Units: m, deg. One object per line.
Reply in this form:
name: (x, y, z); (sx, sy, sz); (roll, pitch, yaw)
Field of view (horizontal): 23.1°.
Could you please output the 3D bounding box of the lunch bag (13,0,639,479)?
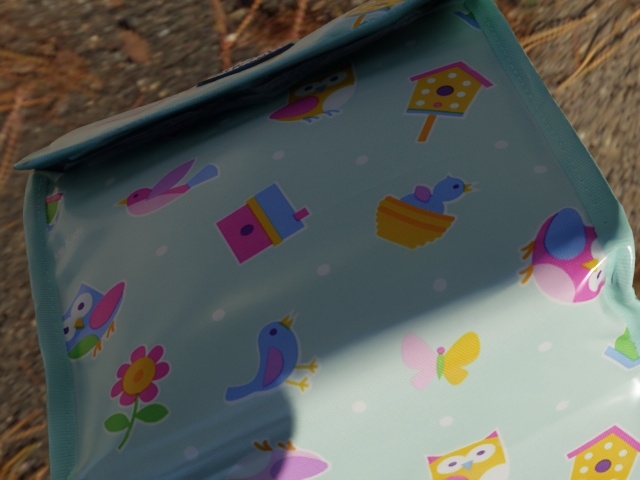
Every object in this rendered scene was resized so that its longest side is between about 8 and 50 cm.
lunch bag: (0.000, 0.000, 0.639); (0.223, 0.262, 0.160); (-24, 133, 6)
